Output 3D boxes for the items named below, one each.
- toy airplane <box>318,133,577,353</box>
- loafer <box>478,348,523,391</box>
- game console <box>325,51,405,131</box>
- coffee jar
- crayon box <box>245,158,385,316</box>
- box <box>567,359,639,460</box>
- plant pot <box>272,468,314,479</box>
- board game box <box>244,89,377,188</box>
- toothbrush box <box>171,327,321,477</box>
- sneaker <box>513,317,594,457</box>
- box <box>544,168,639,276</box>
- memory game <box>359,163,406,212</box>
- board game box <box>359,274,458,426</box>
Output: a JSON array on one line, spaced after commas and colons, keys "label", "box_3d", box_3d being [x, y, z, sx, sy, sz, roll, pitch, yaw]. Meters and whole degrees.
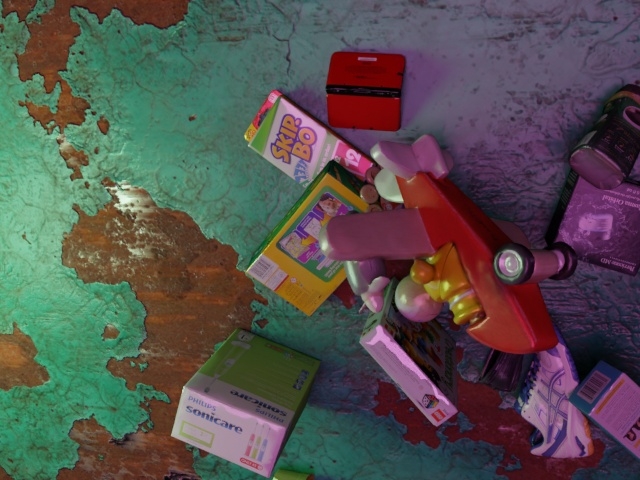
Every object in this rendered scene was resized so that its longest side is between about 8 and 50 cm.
[{"label": "toy airplane", "box_3d": [0.194, 0.012, 1.046, 0.386, 0.384, 0.272, 27, 121, -3]}, {"label": "loafer", "box_3d": [0.364, 0.196, 1.231, 0.078, 0.076, 0.223, 9, 109, 3]}, {"label": "game console", "box_3d": [0.088, -0.288, 1.209, 0.144, 0.085, 0.124, 6, 74, 11]}, {"label": "coffee jar", "box_3d": [0.504, -0.178, 1.059, 0.096, 0.079, 0.184, 40, 68, 3]}, {"label": "crayon box", "box_3d": [0.000, 0.000, 1.239, 0.165, 0.081, 0.278, 36, 114, -12]}, {"label": "box", "box_3d": [0.576, 0.331, 1.164, 0.244, 0.060, 0.100, 39, 90, -23]}, {"label": "plant pot", "box_3d": [-0.067, 0.559, 1.432, 0.079, 0.083, 0.083, 14, 107, 24]}, {"label": "board game box", "box_3d": [-0.026, -0.179, 1.254, 0.259, 0.039, 0.124, 37, 110, 5]}, {"label": "toothbrush box", "box_3d": [-0.140, 0.315, 1.274, 0.206, 0.283, 0.122, 20, 107, 7]}, {"label": "sneaker", "box_3d": [0.439, 0.298, 1.221, 0.131, 0.112, 0.296, -13, 100, 17]}, {"label": "box", "box_3d": [0.511, -0.039, 1.129, 0.156, 0.093, 0.158, 17, 108, 9]}, {"label": "memory game", "box_3d": [0.158, -0.077, 1.180, 0.186, 0.186, 0.012, 53, 153, -3]}, {"label": "board game box", "box_3d": [0.171, 0.187, 1.155, 0.053, 0.305, 0.193, -41, 92, 17]}]
